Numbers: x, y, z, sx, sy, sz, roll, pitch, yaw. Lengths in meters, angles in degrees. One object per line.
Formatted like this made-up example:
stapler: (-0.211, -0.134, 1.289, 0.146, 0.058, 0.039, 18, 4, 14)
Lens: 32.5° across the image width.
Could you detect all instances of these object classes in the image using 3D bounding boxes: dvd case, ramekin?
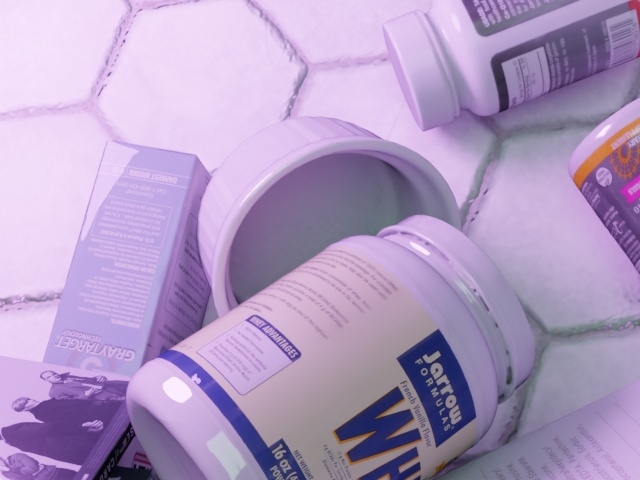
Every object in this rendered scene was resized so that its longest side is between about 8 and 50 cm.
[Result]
dvd case: (-0.300, 0.177, 1.043, 0.239, 0.029, 0.179, 7, 32, 13)
ramekin: (0.000, 0.000, 1.181, 0.277, 0.277, 0.135, -37, 34, -3)

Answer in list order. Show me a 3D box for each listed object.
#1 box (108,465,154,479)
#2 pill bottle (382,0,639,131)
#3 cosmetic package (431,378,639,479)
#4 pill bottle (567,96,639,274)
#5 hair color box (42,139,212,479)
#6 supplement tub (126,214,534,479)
box: (-0.302, 0.434, 0.999, 0.212, 0.293, 0.395, 8, 107, 10)
pill bottle: (0.225, -0.241, 1.272, 0.283, 0.161, 0.161, -21, 72, 2)
cosmetic package: (0.235, 0.381, 0.935, 0.394, 0.327, 0.329, -25, 107, -1)
pill bottle: (0.405, -0.015, 1.179, 0.162, 0.162, 0.278, -31, 72, -1)
hair color box: (-0.211, 0.099, 1.224, 0.114, 0.185, 0.374, 10, 75, 11)
supplement tub: (0.013, 0.140, 1.014, 0.325, 0.235, 0.235, -33, 71, -23)
